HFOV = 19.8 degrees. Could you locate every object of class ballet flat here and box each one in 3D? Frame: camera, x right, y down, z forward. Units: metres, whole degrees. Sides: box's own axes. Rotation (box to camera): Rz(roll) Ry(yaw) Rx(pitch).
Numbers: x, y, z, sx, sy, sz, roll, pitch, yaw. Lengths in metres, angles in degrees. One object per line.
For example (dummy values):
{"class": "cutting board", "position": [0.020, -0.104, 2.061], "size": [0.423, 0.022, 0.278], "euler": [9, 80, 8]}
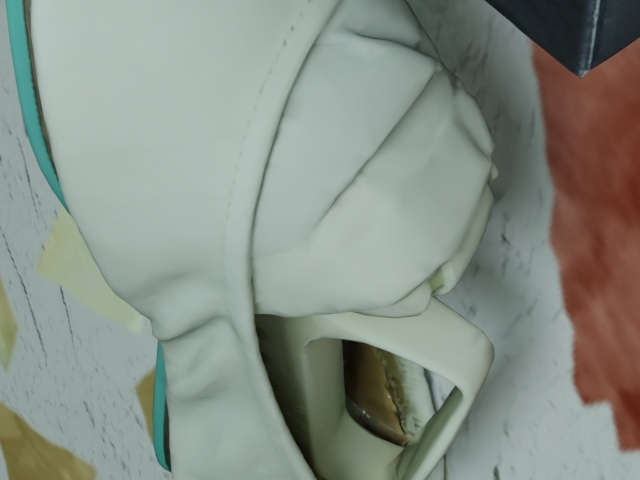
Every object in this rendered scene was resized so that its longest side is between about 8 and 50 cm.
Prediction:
{"class": "ballet flat", "position": [0.000, 0.000, 0.619], "size": [0.139, 0.139, 0.400], "euler": [45, 160, 25]}

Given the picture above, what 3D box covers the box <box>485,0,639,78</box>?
{"class": "box", "position": [0.034, -0.206, 0.513], "size": [0.270, 0.143, 0.165], "euler": [43, 158, 26]}
